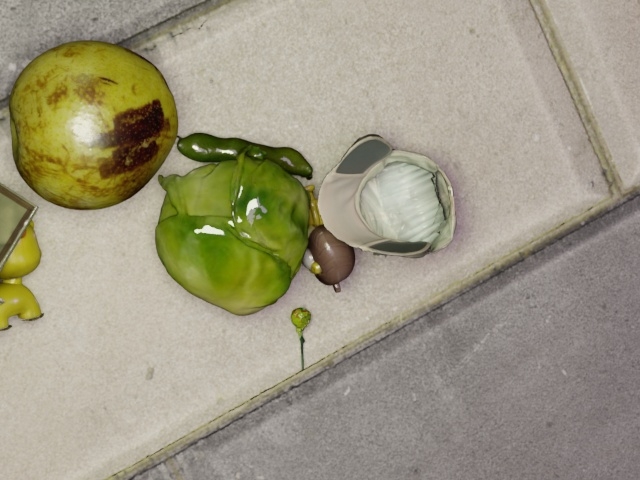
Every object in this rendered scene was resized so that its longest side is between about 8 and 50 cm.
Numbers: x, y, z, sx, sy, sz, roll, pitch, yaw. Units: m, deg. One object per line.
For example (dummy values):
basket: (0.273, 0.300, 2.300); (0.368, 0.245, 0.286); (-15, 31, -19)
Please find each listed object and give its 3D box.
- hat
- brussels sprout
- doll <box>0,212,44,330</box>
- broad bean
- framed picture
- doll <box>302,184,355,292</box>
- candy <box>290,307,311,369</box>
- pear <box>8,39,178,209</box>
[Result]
hat: (0.110, -0.055, 1.985); (0.275, 0.161, 0.232); (-12, 73, -41)
brussels sprout: (-0.147, -0.023, 1.909); (0.259, 0.227, 0.294); (-2, 127, 10)
doll: (-0.528, 0.032, 1.881); (0.135, 0.143, 0.220); (-14, 107, -43)
broad bean: (-0.129, -0.152, 1.998); (0.256, 0.052, 0.053); (10, 135, -18)
framed picture: (-0.581, -0.032, 1.841); (0.231, 0.010, 0.173); (31, 88, 24)
doll: (-0.002, 0.001, 2.009); (0.096, 0.145, 0.188); (-21, 65, -13)
candy: (-0.033, 0.181, 2.070); (0.035, 0.035, 0.123); (-12, 107, -30)
pear: (-0.365, -0.185, 1.825); (0.284, 0.283, 0.283); (-2, 97, -14)
